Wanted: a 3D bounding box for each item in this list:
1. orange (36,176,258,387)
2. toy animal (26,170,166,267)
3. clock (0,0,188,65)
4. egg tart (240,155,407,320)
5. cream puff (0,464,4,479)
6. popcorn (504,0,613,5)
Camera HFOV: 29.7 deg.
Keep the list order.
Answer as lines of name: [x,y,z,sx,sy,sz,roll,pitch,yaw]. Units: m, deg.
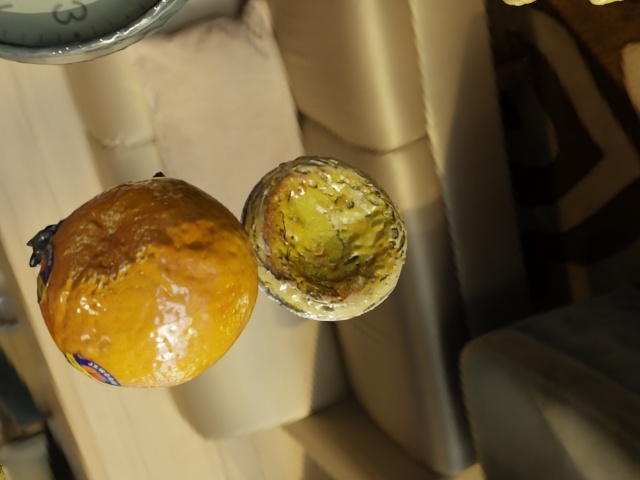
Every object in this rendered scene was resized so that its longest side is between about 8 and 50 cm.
orange: [-0.137,0.036,0.968,0.155,0.177,0.177,48,176,-38]
toy animal: [-0.273,0.001,1.573,0.121,0.210,0.117,-105,-5,-57]
clock: [-0.227,-0.303,0.962,0.067,0.325,0.325,-106,-4,-81]
egg tart: [0.000,0.000,1.607,0.234,0.234,0.094,64,154,10]
cream puff: [-0.395,0.203,1.147,0.194,0.194,0.221,38,139,55]
popcorn: [0.393,-0.527,1.892,0.381,0.349,0.349,-13,102,28]
